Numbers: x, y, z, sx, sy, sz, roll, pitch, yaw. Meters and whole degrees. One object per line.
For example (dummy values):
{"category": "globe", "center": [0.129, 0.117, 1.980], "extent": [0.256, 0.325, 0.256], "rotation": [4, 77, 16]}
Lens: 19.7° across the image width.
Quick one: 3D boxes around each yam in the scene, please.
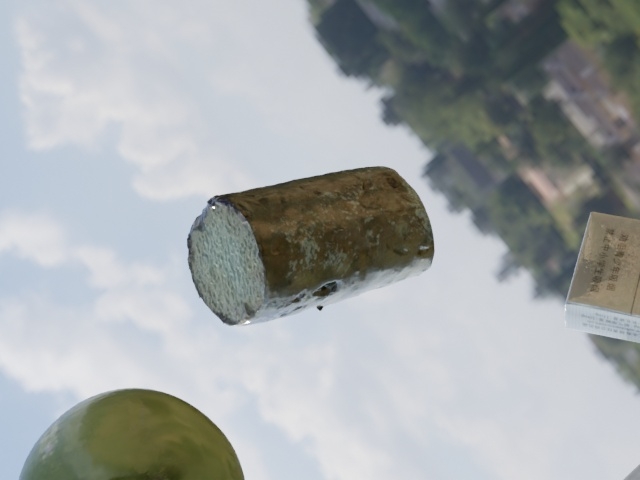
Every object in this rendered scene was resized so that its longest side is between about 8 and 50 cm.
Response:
{"category": "yam", "center": [0.000, 0.000, 1.444], "extent": [0.194, 0.107, 0.107], "rotation": [-13, -126, -37]}

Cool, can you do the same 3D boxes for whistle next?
{"category": "whistle", "center": [-0.105, 0.189, 1.005], "extent": [0.141, 0.141, 0.294], "rotation": [48, -160, -29]}

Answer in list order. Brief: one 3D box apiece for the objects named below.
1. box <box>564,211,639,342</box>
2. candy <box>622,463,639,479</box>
{"category": "box", "center": [0.287, 0.037, 1.527], "extent": [0.152, 0.100, 0.048], "rotation": [12, 148, 13]}
{"category": "candy", "center": [0.215, 0.181, 0.664], "extent": [0.295, 0.295, 0.185], "rotation": [50, -138, -9]}
